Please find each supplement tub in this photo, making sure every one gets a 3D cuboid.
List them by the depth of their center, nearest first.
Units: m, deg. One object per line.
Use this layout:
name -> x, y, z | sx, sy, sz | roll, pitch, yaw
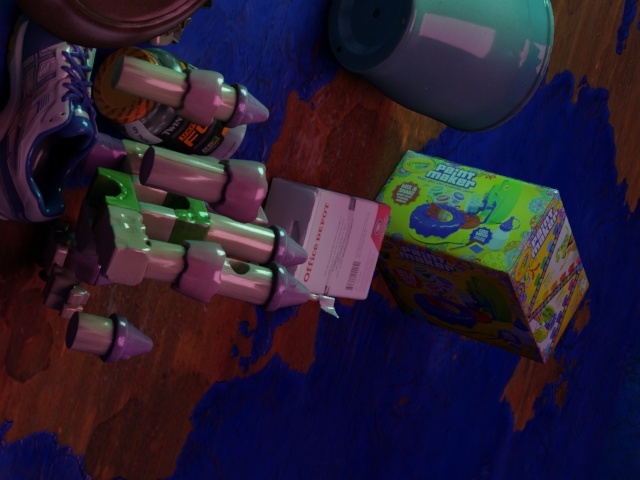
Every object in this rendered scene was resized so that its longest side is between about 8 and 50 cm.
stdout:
supplement tub -> -0.186, -0.167, 1.647 | 0.190, 0.117, 0.117 | 21, 87, -57

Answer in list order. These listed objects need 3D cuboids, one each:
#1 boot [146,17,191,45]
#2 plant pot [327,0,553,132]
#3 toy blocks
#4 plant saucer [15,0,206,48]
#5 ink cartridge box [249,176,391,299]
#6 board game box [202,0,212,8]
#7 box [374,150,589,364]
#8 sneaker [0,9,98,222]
boot -> -0.201, -0.285, 1.641 | 0.118, 0.042, 0.087 | -3, 109, -55
plant pot -> 0.159, -0.316, 1.977 | 0.255, 0.272, 0.271 | 9, 97, -41
toy blocks -> -0.138, -0.006, 1.503 | 0.260, 0.288, 0.309 | 14, 117, -26
plant saucer -> -0.193, -0.341, 1.403 | 0.311, 0.050, 0.310 | -23, 132, -29
ink cartridge box -> 0.000, 0.000, 2.019 | 0.218, 0.092, 0.158 | 10, 96, -58
board game box -> -0.174, -0.416, 1.588 | 0.136, 0.030, 0.259 | 1, 92, -53
box -> 0.262, 0.026, 2.232 | 0.177, 0.290, 0.279 | -56, 143, -22
sneaker -> -0.288, -0.157, 1.492 | 0.112, 0.131, 0.296 | 21, 85, -55
